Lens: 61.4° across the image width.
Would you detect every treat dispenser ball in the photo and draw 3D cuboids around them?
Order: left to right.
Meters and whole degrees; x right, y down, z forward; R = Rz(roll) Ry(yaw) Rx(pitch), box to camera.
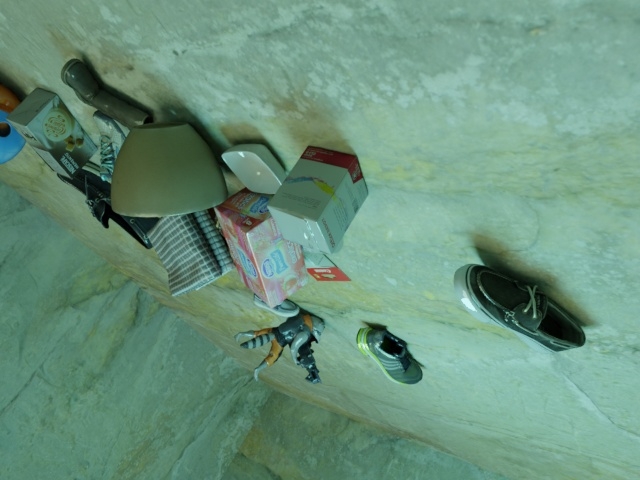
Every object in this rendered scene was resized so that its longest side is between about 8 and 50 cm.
[{"bbox_3d":[-1.090,-0.376,1.715,0.288,0.288,0.288,26,155,13],"label":"treat dispenser ball"}]

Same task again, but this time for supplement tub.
[{"bbox_3d":[0.000,0.000,1.423,0.107,0.071,0.071,4,144,45],"label":"supplement tub"}]

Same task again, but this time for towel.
[{"bbox_3d":[-0.391,0.031,1.575,0.284,0.121,0.235,-27,93,51],"label":"towel"}]

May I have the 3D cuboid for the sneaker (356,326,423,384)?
[{"bbox_3d":[0.257,0.405,1.857,0.300,0.111,0.121,40,151,-23],"label":"sneaker"}]

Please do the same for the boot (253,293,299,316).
[{"bbox_3d":[-0.172,0.230,2.075,0.190,0.069,0.086,14,134,11],"label":"boot"}]

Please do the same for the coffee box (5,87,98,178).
[{"bbox_3d":[-0.828,-0.328,1.678,0.098,0.141,0.246,21,153,22],"label":"coffee box"}]

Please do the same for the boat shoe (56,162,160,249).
[{"bbox_3d":[-0.773,-0.136,1.969,0.500,0.156,0.187,32,158,3],"label":"boat shoe"}]

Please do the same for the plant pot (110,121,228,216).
[{"bbox_3d":[-0.379,-0.189,1.324,0.284,0.284,0.190,12,114,37],"label":"plant pot"}]

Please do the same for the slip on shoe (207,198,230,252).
[{"bbox_3d":[-0.329,-0.078,1.624,0.123,0.101,0.331,17,151,33],"label":"slip on shoe"}]

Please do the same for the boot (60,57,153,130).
[{"bbox_3d":[-0.534,-0.353,1.370,0.209,0.076,0.189,36,171,6],"label":"boot"}]

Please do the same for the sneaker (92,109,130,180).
[{"bbox_3d":[-0.581,-0.233,1.544,0.110,0.122,0.283,8,129,48],"label":"sneaker"}]

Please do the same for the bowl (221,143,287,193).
[{"bbox_3d":[-0.148,-0.177,1.280,0.142,0.053,0.142,7,147,44],"label":"bowl"}]

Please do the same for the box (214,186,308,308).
[{"bbox_3d":[-0.149,0.015,1.433,0.154,0.142,0.299,36,151,36],"label":"box"}]

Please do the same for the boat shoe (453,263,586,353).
[{"bbox_3d":[0.434,0.137,1.153,0.335,0.121,0.119,29,150,-22],"label":"boat shoe"}]

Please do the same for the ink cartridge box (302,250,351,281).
[{"bbox_3d":[-0.041,0.075,1.639,0.224,0.056,0.181,46,152,-26],"label":"ink cartridge box"}]

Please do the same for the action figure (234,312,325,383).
[{"bbox_3d":[-0.122,0.397,2.040,0.341,0.330,0.178,51,161,44],"label":"action figure"}]

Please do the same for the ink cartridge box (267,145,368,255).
[{"bbox_3d":[-0.003,-0.084,1.135,0.127,0.176,0.128,18,152,28],"label":"ink cartridge box"}]
